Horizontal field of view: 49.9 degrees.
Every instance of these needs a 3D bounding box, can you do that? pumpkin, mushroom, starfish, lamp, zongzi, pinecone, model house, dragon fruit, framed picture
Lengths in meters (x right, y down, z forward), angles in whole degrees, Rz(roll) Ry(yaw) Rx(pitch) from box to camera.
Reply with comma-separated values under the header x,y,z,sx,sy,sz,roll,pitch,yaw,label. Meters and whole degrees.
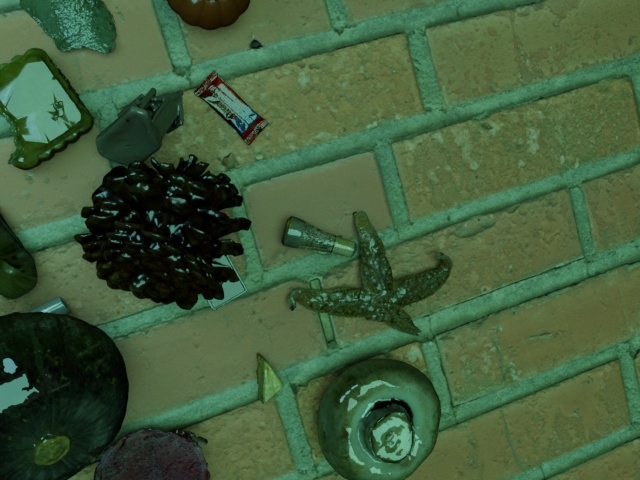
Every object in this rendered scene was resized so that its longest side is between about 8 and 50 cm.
x,y,z,sx,sy,sz,roll,pitch,yaw,label
-0.663,0.358,1.557,0.455,0.344,0.454,-22,135,-24,pumpkin
0.159,0.487,1.854,0.353,0.260,0.351,0,90,-11,mushroom
0.154,0.104,1.924,0.432,0.082,0.323,21,91,-13,starfish
-0.276,-0.632,1.689,0.224,0.196,0.223,-1,94,-15,lamp
-0.762,0.038,1.561,0.125,0.274,0.250,-34,102,-4,zongzi
-0.350,-0.033,1.626,0.398,0.398,0.397,-1,94,-15,pinecone
-0.422,-0.283,1.665,0.122,0.229,0.188,45,47,-17,model house
-0.440,0.654,1.719,0.315,0.296,0.262,-1,128,-18,dragon fruit
-0.275,0.099,1.836,0.109,0.011,0.149,-30,101,-12,framed picture

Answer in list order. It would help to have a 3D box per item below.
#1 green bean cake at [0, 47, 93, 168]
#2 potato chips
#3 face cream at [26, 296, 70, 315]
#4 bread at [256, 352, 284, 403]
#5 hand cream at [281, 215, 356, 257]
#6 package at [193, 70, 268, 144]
x,y,z,sx,sy,sz,roll,pitch,yaw,label
-0.692,-0.311,1.634,0.233,0.124,0.236,-36,103,-10,green bean cake
-0.616,-0.544,1.675,0.229,0.059,0.166,2,103,-15,potato chips
-0.710,0.210,1.701,0.182,0.051,0.072,-36,111,-10,face cream
-0.158,0.371,1.848,0.080,0.084,0.109,-36,103,-12,bread
0.000,0.000,1.852,0.203,0.084,0.083,16,89,-6,hand cream
-0.234,-0.348,1.811,0.200,0.022,0.083,43,83,-15,package
